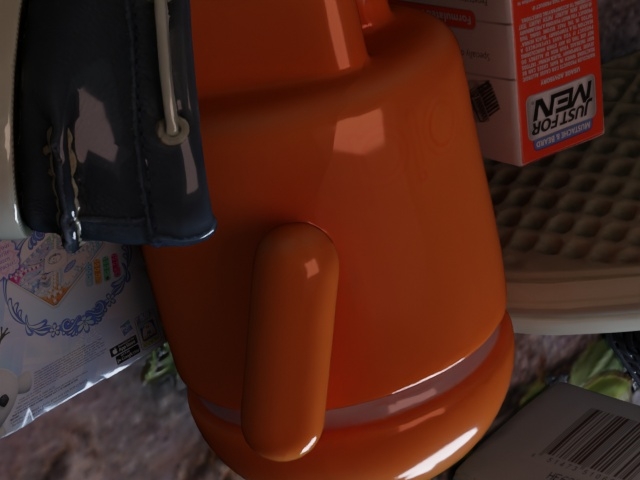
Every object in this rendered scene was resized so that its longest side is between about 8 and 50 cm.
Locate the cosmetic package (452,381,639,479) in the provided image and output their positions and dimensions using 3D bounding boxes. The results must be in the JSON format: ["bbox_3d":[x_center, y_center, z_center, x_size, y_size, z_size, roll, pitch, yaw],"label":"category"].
[{"bbox_3d":[0.154,0.187,0.847,0.085,0.117,0.231,-36,121,-30],"label":"cosmetic package"}]

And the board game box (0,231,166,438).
[{"bbox_3d":[-0.103,0.015,0.637,0.090,0.020,0.090,-30,120,-33],"label":"board game box"}]

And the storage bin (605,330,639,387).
[{"bbox_3d":[0.232,0.052,0.903,0.122,0.084,0.180,-54,131,-18],"label":"storage bin"}]

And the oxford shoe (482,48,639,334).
[{"bbox_3d":[0.263,-0.023,0.766,0.449,0.169,0.130,-14,132,-6],"label":"oxford shoe"}]

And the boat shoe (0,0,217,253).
[{"bbox_3d":[-0.054,-0.119,0.551,0.095,0.079,0.255,96,-2,-66],"label":"boat shoe"}]

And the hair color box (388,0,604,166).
[{"bbox_3d":[0.054,-0.120,0.694,0.053,0.093,0.167,-20,114,-37],"label":"hair color box"}]

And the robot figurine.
[{"bbox_3d":[-0.001,0.001,0.651,0.128,0.158,0.219,-23,115,-19],"label":"robot figurine"}]
